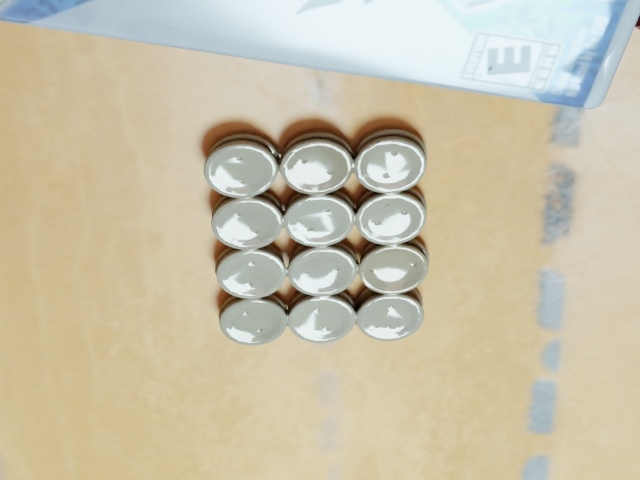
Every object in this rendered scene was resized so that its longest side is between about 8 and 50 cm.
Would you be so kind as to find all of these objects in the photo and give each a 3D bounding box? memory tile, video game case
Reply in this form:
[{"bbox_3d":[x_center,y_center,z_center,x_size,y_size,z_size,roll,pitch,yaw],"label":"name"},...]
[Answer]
[{"bbox_3d":[0.000,0.000,1.021,0.113,0.012,0.148,-3,134,-1],"label":"memory tile"},{"bbox_3d":[0.022,-0.203,0.804,0.300,0.036,0.329,8,134,-10],"label":"video game case"}]

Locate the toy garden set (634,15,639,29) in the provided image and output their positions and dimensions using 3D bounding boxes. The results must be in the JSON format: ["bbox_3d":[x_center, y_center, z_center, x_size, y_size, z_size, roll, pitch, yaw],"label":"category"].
[{"bbox_3d":[0.283,-0.117,0.894,0.203,0.049,0.244,24,129,-24],"label":"toy garden set"}]
